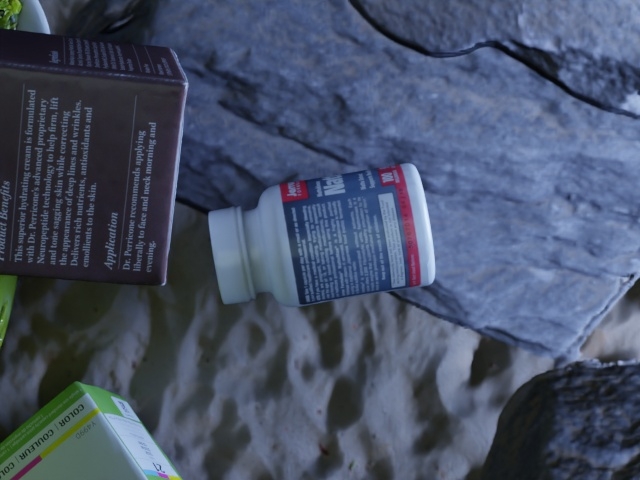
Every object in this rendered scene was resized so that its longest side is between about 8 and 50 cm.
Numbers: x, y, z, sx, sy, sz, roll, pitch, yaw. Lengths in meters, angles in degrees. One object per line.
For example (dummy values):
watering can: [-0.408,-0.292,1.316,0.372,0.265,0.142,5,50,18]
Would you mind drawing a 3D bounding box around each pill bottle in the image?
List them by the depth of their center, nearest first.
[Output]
pill bottle: [0.000,0.000,1.210,0.180,0.108,0.108,-10,95,-2]

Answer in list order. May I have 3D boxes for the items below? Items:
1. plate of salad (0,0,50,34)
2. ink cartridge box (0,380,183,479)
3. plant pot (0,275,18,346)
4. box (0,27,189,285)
plate of salad: [-0.329,-0.158,1.214,0.200,0.048,0.199,0,95,-3]
ink cartridge box: [-0.184,0.276,1.185,0.189,0.097,0.255,-40,69,2]
plant pot: [-0.385,0.103,1.141,0.227,0.228,0.207,8,103,6]
box: [-0.218,-0.072,1.140,0.203,0.167,0.168,6,106,-11]
